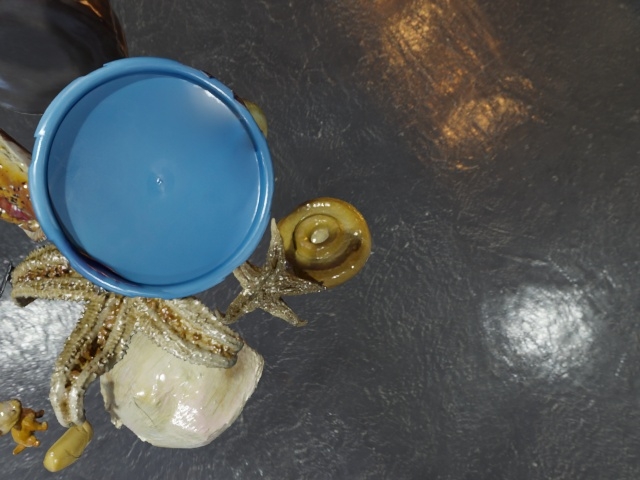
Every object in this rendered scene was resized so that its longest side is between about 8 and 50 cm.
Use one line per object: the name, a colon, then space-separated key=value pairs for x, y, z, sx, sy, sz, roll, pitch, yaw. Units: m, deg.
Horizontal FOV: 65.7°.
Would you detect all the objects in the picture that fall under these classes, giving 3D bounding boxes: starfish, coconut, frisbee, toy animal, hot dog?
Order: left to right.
hot dog: x=-0.346 y=-0.075 z=0.528 sx=0.192 sy=0.099 sz=0.053 roll=40 pitch=32 yaw=5
toy animal: x=-0.435 y=0.260 z=0.697 sx=0.081 sy=0.060 sz=0.083 roll=-50 pitch=138 yaw=2
starfish: x=-0.241 y=0.052 z=0.581 sx=0.303 sy=0.113 sz=0.311 roll=0 pitch=75 yaw=3
frisbee: x=-0.161 y=-0.060 z=0.508 sx=0.242 sy=0.045 sz=0.242 roll=-2 pitch=94 yaw=-31
coconut: x=-0.290 y=0.276 z=0.997 sx=0.297 sy=0.297 sz=0.254 roll=32 pitch=67 yaw=-8
starfish: x=-0.127 y=0.113 z=1.310 sx=0.302 sy=0.060 sz=0.299 roll=31 pitch=90 yaw=-27

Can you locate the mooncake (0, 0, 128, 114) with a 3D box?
mooncake: x=-0.488 y=-0.354 z=0.831 sx=0.306 sy=0.306 sz=0.154 roll=-7 pitch=67 yaw=-18

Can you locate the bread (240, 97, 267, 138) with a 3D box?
bread: x=-0.215 y=-0.229 z=1.146 sx=0.105 sy=0.213 sz=0.213 roll=34 pitch=70 yaw=19

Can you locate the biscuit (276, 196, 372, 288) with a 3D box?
biscuit: x=0.000 y=0.000 z=1.442 sx=0.297 sy=0.102 sz=0.296 roll=-6 pitch=60 yaw=10

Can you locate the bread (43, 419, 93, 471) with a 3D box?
bread: x=-0.538 y=0.446 z=1.070 sx=0.056 sy=0.082 sz=0.115 roll=33 pitch=30 yaw=1
